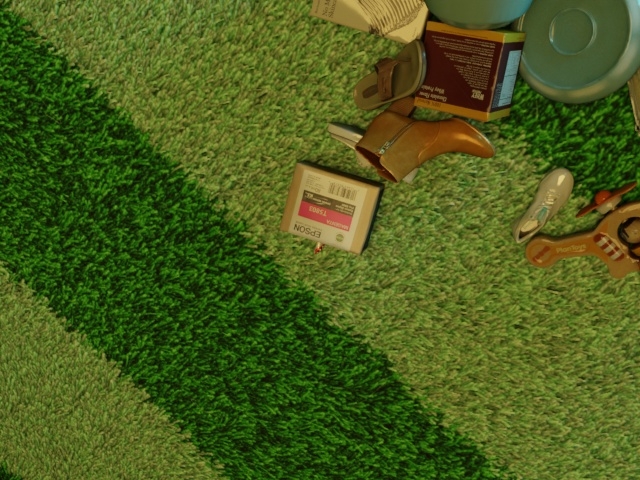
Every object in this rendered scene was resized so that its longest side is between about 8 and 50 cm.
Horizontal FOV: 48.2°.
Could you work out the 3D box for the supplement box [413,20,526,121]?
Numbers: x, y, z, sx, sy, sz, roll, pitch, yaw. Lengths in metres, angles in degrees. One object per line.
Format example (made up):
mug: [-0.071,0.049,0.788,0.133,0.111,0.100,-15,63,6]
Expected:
supplement box: [0.341,-0.392,1.644,0.191,0.129,0.194,20,115,30]

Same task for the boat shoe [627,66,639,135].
boat shoe: [0.750,-0.322,1.599,0.118,0.103,0.320,-25,106,4]

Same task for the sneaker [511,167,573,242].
sneaker: [0.543,-0.077,1.741,0.080,0.094,0.212,32,115,6]

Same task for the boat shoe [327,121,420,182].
boat shoe: [0.128,-0.222,1.817,0.258,0.095,0.084,25,110,8]

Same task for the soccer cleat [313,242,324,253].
soccer cleat: [0.000,0.000,1.973,0.036,0.029,0.083,37,112,12]

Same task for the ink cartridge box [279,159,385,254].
ink cartridge box: [0.030,-0.088,1.887,0.235,0.088,0.193,17,104,10]

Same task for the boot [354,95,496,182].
boot: [0.248,-0.212,1.722,0.295,0.104,0.211,31,71,14]

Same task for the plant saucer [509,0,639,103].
plant saucer: [0.556,-0.457,1.568,0.318,0.044,0.317,13,112,36]

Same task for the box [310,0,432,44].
box: [0.124,-0.552,1.702,0.275,0.094,0.113,18,114,10]

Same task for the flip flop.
flip flop: [0.153,-0.385,1.695,0.277,0.080,0.112,-17,78,55]

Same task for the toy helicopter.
toy helicopter: [0.663,-0.014,1.710,0.355,0.140,0.234,-12,108,29]

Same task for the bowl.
bowl: [0.344,-0.565,1.545,0.312,0.311,0.163,8,130,14]
